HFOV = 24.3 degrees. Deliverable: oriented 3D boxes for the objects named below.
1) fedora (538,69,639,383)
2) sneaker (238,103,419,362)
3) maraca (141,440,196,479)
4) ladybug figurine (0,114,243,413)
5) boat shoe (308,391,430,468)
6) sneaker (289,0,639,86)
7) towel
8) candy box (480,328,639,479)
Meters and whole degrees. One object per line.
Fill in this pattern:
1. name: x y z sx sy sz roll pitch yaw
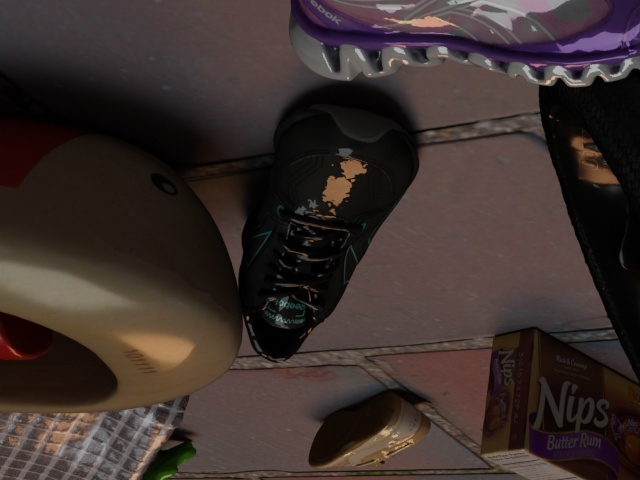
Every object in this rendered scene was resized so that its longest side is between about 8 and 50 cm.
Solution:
1. fedora: 0.247 0.013 0.825 0.152 0.334 0.334 -25 150 2
2. sneaker: 0.000 0.000 1.022 0.101 0.106 0.267 14 154 -5
3. maraca: -0.222 0.267 1.675 0.185 0.127 0.099 -20 104 31
4. ladybug figurine: -0.264 0.013 1.077 0.449 0.162 0.305 1 153 18
5. boat shoe: 0.048 0.200 1.477 0.059 0.063 0.170 27 150 -20
6. sneaker: 0.080 -0.138 0.719 0.236 0.095 0.104 0 146 23
7. towel: -0.268 0.165 1.354 0.235 0.121 0.284 18 130 -20
8. candy box: 0.220 0.160 1.274 0.186 0.109 0.053 30 148 -35
